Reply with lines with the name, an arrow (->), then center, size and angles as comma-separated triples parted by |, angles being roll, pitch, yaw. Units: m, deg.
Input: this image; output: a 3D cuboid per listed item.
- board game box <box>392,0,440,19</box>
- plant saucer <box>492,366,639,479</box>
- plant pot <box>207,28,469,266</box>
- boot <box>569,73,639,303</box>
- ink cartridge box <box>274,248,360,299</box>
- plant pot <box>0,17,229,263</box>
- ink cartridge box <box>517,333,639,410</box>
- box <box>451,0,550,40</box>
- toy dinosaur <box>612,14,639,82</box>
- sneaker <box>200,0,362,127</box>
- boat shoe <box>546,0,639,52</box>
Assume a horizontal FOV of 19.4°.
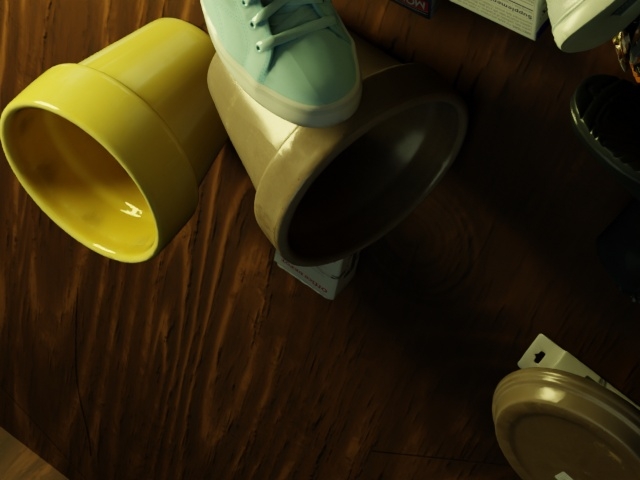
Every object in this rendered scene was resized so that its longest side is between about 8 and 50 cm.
board game box -> 0.050, -0.318, 1.936 | 0.194, 0.060, 0.194 | 30, 149, 19
plant saucer -> 0.322, 0.265, 2.274 | 0.278, 0.041, 0.278 | 28, 148, 19
plant pot -> -0.006, -0.137, 2.082 | 0.229, 0.263, 0.263 | 48, 154, 24
boot -> 0.328, -0.037, 1.941 | 0.246, 0.094, 0.207 | 37, 148, 2
ink cartridge box -> 0.000, 0.000, 2.408 | 0.099, 0.056, 0.135 | 34, 149, 14
plant pot -> -0.222, -0.141, 2.301 | 0.254, 0.239, 0.254 | 30, 148, 21
ink cartridge box -> 0.313, 0.207, 2.309 | 0.180, 0.060, 0.104 | 37, 151, 8
box -> 0.179, -0.284, 1.816 | 0.126, 0.072, 0.137 | 29, 147, 21
toy dinosaur -> 0.398, -0.092, 1.751 | 0.322, 0.164, 0.218 | 41, 159, -6
sneaker -> -0.072, -0.284, 1.926 | 0.366, 0.135, 0.150 | 58, 170, 20
boat shoe -> 0.284, -0.262, 1.706 | 0.227, 0.079, 0.081 | -40, 62, 42
